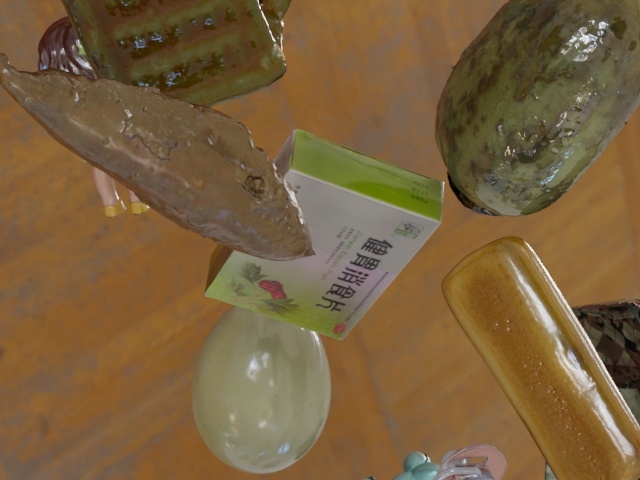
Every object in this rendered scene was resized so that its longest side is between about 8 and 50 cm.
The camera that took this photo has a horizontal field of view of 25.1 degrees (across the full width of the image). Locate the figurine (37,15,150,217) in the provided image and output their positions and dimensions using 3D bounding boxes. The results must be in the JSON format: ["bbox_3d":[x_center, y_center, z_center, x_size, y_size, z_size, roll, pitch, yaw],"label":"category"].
[{"bbox_3d":[-0.251,-0.148,1.668,0.116,0.175,0.240,-65,143,-57],"label":"figurine"}]

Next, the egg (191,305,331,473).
[{"bbox_3d":[-0.078,0.192,1.936,0.189,0.188,0.253,-5,110,-36],"label":"egg"}]

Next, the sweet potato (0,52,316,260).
[{"bbox_3d":[-0.074,-0.043,0.719,0.206,0.060,0.068,25,126,-33],"label":"sweet potato"}]

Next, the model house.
[{"bbox_3d":[-0.084,-0.215,0.990,0.268,0.173,0.239,-21,90,-14],"label":"model house"}]

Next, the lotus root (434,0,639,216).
[{"bbox_3d":[0.223,-0.156,1.383,0.173,0.173,0.309,9,127,-40],"label":"lotus root"}]

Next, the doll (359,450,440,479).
[{"bbox_3d":[0.107,0.354,2.065,0.158,0.159,0.059,-29,101,-53],"label":"doll"}]

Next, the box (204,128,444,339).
[{"bbox_3d":[-0.001,0.001,1.573,0.175,0.062,0.260,19,140,-15],"label":"box"}]

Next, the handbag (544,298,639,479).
[{"bbox_3d":[0.377,0.273,1.642,0.180,0.317,0.416,-1,86,-11],"label":"handbag"}]

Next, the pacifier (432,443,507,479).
[{"bbox_3d":[0.131,0.225,1.355,0.081,0.078,0.099,-3,118,-15],"label":"pacifier"}]

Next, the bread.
[{"bbox_3d":[0.197,0.111,1.237,0.092,0.239,0.074,-37,164,25],"label":"bread"}]
